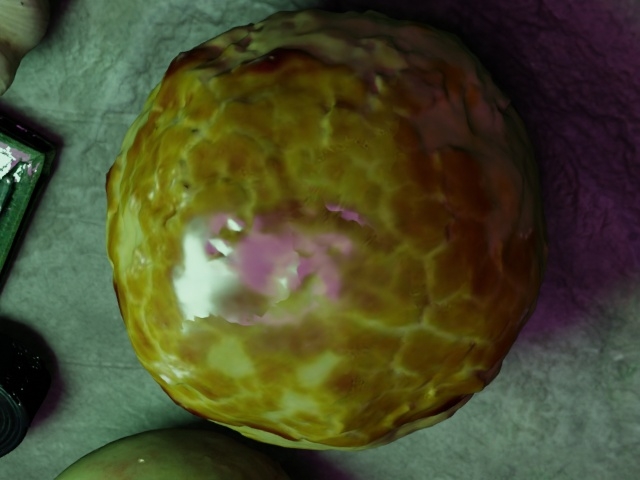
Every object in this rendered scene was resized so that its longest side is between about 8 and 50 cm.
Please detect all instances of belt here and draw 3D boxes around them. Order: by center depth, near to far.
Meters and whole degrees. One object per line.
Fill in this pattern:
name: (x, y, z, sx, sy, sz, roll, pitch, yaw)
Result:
belt: (-0.386, 0.162, 1.396, 0.198, 0.078, 0.151, -14, 123, 24)

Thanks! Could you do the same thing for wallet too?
wallet: (-0.375, -0.029, 1.335, 0.160, 0.055, 0.236, 27, 117, -4)

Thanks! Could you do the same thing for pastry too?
pastry: (0.000, 0.000, 1.106, 0.388, 0.312, 0.388, 7, 118, 13)

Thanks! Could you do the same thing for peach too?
peach: (-0.146, 0.324, 1.322, 0.292, 0.292, 0.247, 32, 160, 1)

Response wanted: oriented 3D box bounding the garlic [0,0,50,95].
garlic: (-0.361, -0.228, 1.191, 0.245, 0.160, 0.245, -5, 103, -21)
